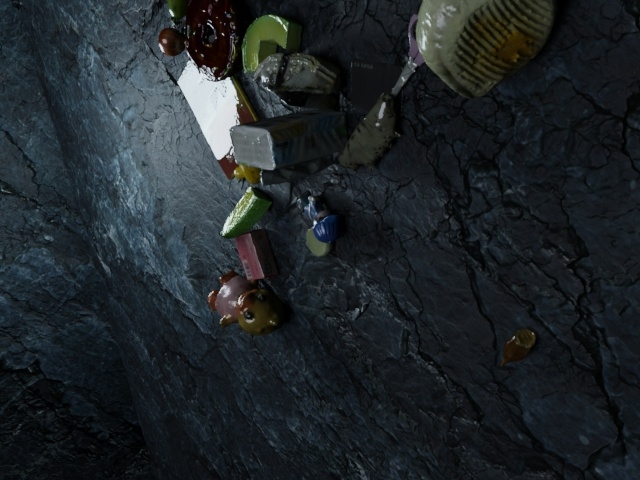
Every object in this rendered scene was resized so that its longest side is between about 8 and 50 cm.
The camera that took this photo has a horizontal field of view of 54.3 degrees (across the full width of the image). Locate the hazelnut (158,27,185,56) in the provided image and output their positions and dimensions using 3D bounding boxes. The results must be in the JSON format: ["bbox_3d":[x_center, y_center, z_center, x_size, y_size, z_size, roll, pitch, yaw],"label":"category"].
[{"bbox_3d":[-0.452,-0.607,1.901,0.086,0.086,0.086,27,127,43],"label":"hazelnut"}]

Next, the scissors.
[{"bbox_3d":[0.180,-0.349,1.243,0.110,0.021,0.212,56,140,19],"label":"scissors"}]

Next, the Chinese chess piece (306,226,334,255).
[{"bbox_3d":[0.000,0.000,1.641,0.084,0.034,0.084,24,122,44],"label":"Chinese chess piece"}]

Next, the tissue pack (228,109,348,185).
[{"bbox_3d":[-0.067,-0.214,1.453,0.159,0.229,0.145,14,117,47],"label":"tissue pack"}]

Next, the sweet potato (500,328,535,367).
[{"bbox_3d":[0.384,0.221,1.237,0.049,0.049,0.117,49,143,26],"label":"sweet potato"}]

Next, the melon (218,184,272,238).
[{"bbox_3d":[-0.244,-0.076,1.866,0.262,0.053,0.114,-40,56,38],"label":"melon"}]

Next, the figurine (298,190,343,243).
[{"bbox_3d":[-0.002,-0.061,1.581,0.149,0.087,0.086,47,176,29],"label":"figurine"}]

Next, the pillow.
[{"bbox_3d":[0.112,-0.218,1.372,0.093,0.051,0.241,49,141,8],"label":"pillow"}]

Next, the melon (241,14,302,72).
[{"bbox_3d":[-0.119,-0.488,1.534,0.210,0.064,0.117,1,107,50],"label":"melon"}]

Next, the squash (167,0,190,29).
[{"bbox_3d":[-0.383,-0.742,1.745,0.080,0.071,0.318,26,136,-8],"label":"squash"}]

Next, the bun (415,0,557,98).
[{"bbox_3d":[0.244,-0.349,0.989,0.153,0.244,0.243,55,143,35],"label":"bun"}]

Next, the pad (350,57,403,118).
[{"bbox_3d":[0.119,-0.329,1.349,0.157,0.003,0.112,26,126,44],"label":"pad"}]

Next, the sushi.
[{"bbox_3d":[-0.057,-0.394,1.470,0.273,0.134,0.109,45,126,52],"label":"sushi"}]

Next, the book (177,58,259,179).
[{"bbox_3d":[-0.298,-0.398,1.839,0.262,0.028,0.373,-40,74,50],"label":"book"}]

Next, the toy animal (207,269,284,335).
[{"bbox_3d":[-0.217,0.208,1.924,0.169,0.195,0.281,42,164,-34],"label":"toy animal"}]

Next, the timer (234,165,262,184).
[{"bbox_3d":[-0.200,-0.204,1.734,0.109,0.107,0.107,-24,86,10],"label":"timer"}]

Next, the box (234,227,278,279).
[{"bbox_3d":[-0.196,0.042,1.894,0.111,0.060,0.156,-10,99,55],"label":"box"}]

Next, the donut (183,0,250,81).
[{"bbox_3d":[-0.269,-0.542,1.661,0.235,0.089,0.235,16,114,42],"label":"donut"}]
